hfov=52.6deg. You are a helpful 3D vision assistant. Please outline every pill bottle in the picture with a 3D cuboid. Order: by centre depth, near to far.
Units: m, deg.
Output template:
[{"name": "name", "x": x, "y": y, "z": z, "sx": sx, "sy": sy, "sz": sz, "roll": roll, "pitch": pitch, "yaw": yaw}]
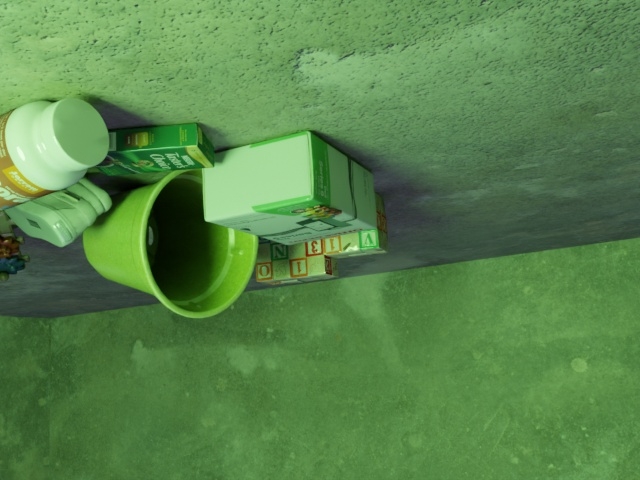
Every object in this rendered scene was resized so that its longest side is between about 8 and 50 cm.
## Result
[{"name": "pill bottle", "x": -0.396, "y": -0.118, "z": 0.880, "sx": 0.216, "sy": 0.121, "sz": 0.121, "roll": -13, "pitch": 166, "yaw": 30}]

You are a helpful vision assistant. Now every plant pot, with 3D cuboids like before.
[{"name": "plant pot", "x": -0.304, "y": -0.003, "z": 1.230, "sx": 0.254, "sy": 0.276, "sz": 0.276, "roll": 2, "pitch": 174, "yaw": 37}]

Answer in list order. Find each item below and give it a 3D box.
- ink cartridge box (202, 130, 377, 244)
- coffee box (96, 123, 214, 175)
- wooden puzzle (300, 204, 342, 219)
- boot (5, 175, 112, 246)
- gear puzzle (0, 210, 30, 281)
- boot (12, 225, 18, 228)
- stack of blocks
[{"name": "ink cartridge box", "x": -0.044, "y": -0.082, "z": 1.178, "sx": 0.211, "sy": 0.121, "sz": 0.289, "roll": -10, "pitch": 167, "yaw": 25}, {"name": "coffee box", "x": -0.268, "y": -0.141, "z": 1.019, "sx": 0.184, "sy": 0.040, "sz": 0.113, "roll": -4, "pitch": 169, "yaw": 2}, {"name": "wooden puzzle", "x": 0.001, "y": -0.044, "z": 1.066, "sx": 0.049, "sy": 0.006, "sz": 0.083, "roll": -17, "pitch": 164, "yaw": 35}, {"name": "boot", "x": -0.482, "y": -0.069, "z": 1.177, "sx": 0.258, "sy": 0.095, "sz": 0.123, "roll": 20, "pitch": -131, "yaw": 37}, {"name": "gear puzzle", "x": -0.698, "y": -0.001, "z": 1.302, "sx": 0.176, "sy": 0.044, "sz": 0.339, "roll": -7, "pitch": 151, "yaw": -18}, {"name": "boot", "x": -0.643, "y": -0.051, "z": 1.344, "sx": 0.087, "sy": 0.042, "sz": 0.118, "roll": -10, "pitch": 168, "yaw": 17}, {"name": "stack of blocks", "x": 0.000, "y": 0.000, "z": 1.484, "sx": 0.297, "sy": 0.171, "sz": 0.087, "roll": -8, "pitch": 168, "yaw": 19}]
